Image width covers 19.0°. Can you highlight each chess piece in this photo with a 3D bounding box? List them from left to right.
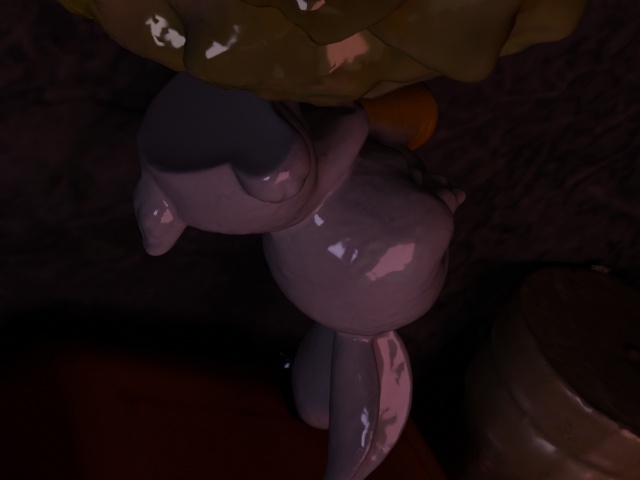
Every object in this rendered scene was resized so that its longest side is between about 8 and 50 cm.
[{"bbox_3d":[0.082,0.153,0.991,0.137,0.137,0.301,2,135,-39],"label":"chess piece"}]

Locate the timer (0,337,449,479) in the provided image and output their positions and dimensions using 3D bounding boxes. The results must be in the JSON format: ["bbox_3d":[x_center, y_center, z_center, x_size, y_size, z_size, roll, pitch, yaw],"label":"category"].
[{"bbox_3d":[-0.083,0.179,0.855,0.257,0.161,0.250,12,131,-45],"label":"timer"}]

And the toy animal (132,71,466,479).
[{"bbox_3d":[0.000,0.000,0.753,0.127,0.131,0.181,-33,128,13],"label":"toy animal"}]

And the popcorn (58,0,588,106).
[{"bbox_3d":[-0.007,-0.148,0.506,0.259,0.212,0.259,-27,144,-22],"label":"popcorn"}]
